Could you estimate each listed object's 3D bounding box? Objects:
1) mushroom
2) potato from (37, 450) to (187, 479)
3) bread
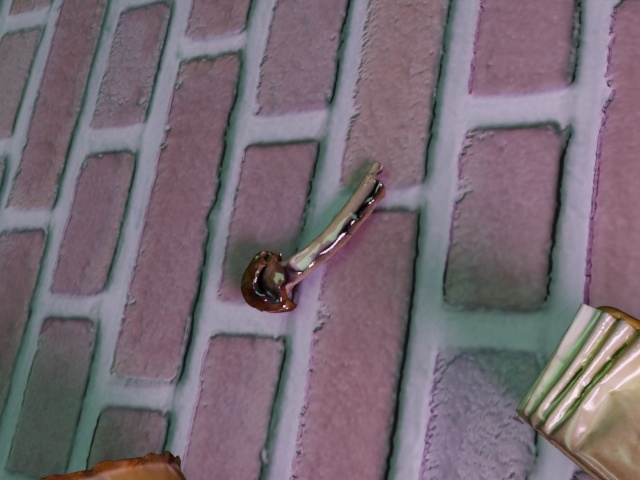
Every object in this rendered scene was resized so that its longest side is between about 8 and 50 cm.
[{"bbox_3d":[0.000,0.000,0.843,0.187,0.061,0.060,-42,68,-3],"label":"mushroom"},{"bbox_3d":[-0.250,0.385,0.642,0.442,0.385,0.319,-38,67,26],"label":"potato"},{"bbox_3d":[0.241,0.139,0.542,0.210,0.192,0.110,38,91,37],"label":"bread"}]
